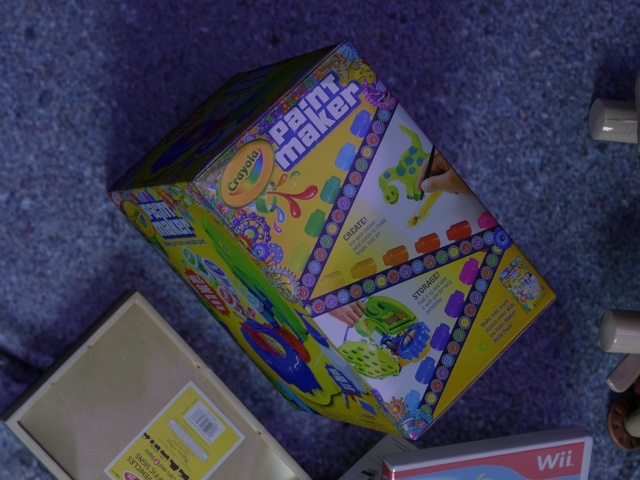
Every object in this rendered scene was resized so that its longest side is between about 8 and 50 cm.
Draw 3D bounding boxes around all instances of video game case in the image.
[{"bbox_3d":[0.144,0.313,1.677,0.204,0.025,0.285,-6,115,-20],"label":"video game case"}]

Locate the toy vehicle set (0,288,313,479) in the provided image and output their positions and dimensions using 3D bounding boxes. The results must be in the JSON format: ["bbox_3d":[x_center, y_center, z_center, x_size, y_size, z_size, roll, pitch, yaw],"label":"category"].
[{"bbox_3d":[-0.139,0.196,1.626,0.166,0.035,0.267,-45,104,-15],"label":"toy vehicle set"}]

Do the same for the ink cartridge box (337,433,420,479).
[{"bbox_3d":[0.050,0.259,1.665,0.135,0.056,0.099,-41,131,-17],"label":"ink cartridge box"}]

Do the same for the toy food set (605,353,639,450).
[{"bbox_3d":[0.345,0.189,1.797,0.218,0.071,0.128,53,50,-14],"label":"toy food set"}]

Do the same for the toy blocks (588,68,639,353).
[{"bbox_3d":[0.427,-0.039,1.666,0.260,0.309,0.289,5,72,-14],"label":"toy blocks"}]

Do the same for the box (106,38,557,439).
[{"bbox_3d":[0.000,0.000,1.546,0.177,0.290,0.279,-43,103,-15],"label":"box"}]
